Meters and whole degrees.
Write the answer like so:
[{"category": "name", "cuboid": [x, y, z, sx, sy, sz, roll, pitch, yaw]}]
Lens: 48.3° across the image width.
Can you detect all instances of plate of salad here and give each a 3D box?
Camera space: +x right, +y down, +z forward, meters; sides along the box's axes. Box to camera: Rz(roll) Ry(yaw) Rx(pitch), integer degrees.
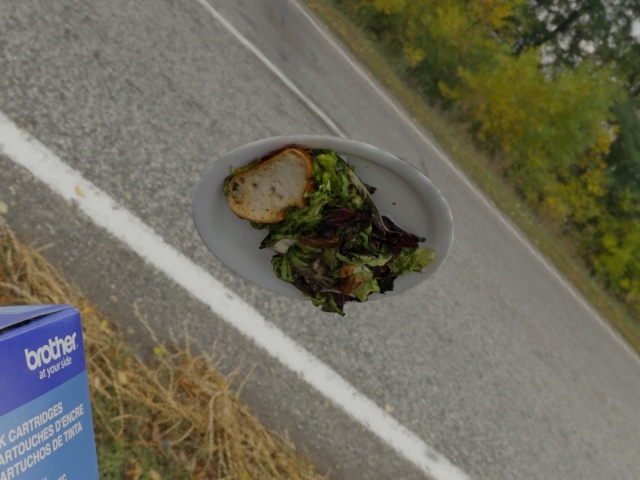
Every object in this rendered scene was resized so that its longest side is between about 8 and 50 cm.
[{"category": "plate of salad", "cuboid": [0.000, 0.000, 0.538, 0.200, 0.200, 0.048, 37, 43, -32]}]

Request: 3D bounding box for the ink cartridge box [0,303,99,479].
[{"category": "ink cartridge box", "cuboid": [-0.304, 0.192, 0.486, 0.151, 0.270, 0.395, -19, 104, -80]}]
